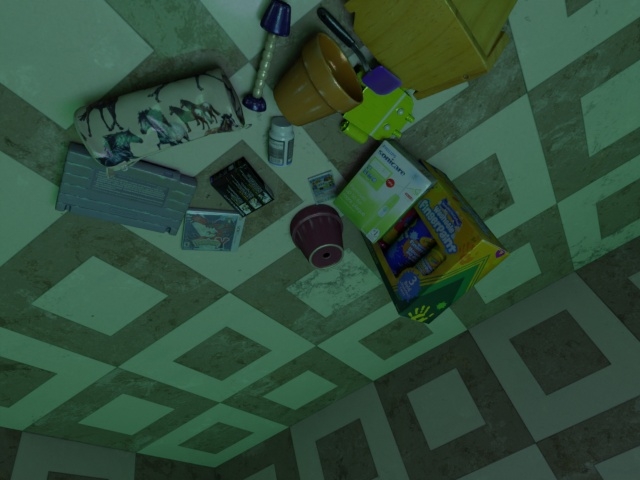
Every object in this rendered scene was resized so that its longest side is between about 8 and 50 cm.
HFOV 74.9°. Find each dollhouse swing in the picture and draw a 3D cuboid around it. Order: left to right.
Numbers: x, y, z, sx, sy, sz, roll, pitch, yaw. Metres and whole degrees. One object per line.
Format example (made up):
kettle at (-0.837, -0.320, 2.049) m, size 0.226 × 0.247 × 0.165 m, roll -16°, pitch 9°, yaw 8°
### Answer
dollhouse swing at (0.308, -0.634, 1.084) m, size 0.347 × 0.304 × 0.315 m, roll 36°, pitch 153°, yaw -33°

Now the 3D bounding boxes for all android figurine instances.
android figurine at (0.176, -0.410, 1.284) m, size 0.273 × 0.056 × 0.248 m, roll 26°, pitch 120°, yaw -34°

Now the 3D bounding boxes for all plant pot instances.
plant pot at (-0.017, -0.411, 1.129) m, size 0.188 × 0.205 × 0.205 m, roll -26°, pitch 138°, yaw 29°
plant pot at (0.000, 0.000, 1.528) m, size 0.201 × 0.180 × 0.201 m, roll -10°, pitch 136°, yaw -10°

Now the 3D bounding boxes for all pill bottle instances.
pill bottle at (-0.120, -0.298, 1.269) m, size 0.078 × 0.078 × 0.137 m, roll -4°, pitch 134°, yaw -16°

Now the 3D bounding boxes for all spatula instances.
spatula at (0.099, -0.506, 1.131) m, size 0.296 × 0.030 × 0.084 m, roll 41°, pitch 143°, yaw -22°

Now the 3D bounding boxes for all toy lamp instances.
toy lamp at (-0.139, -0.475, 1.091) m, size 0.080 × 0.080 × 0.274 m, roll 4°, pitch 131°, yaw -23°

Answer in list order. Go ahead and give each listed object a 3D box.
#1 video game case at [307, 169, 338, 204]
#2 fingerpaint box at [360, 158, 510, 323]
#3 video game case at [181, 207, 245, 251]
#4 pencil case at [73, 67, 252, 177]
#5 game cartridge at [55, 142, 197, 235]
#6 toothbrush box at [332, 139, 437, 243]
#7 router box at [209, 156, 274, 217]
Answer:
video game case at (0.011, -0.185, 1.473) m, size 0.087 × 0.011 × 0.122 m, roll -19°, pitch 136°, yaw 0°
fingerpaint box at (0.362, -0.004, 1.463) m, size 0.163 × 0.444 × 0.371 m, roll 21°, pitch 124°, yaw -33°
video game case at (-0.378, -0.033, 1.474) m, size 0.201 × 0.023 × 0.183 m, roll 3°, pitch 131°, yaw -22°
pencil case at (-0.400, -0.312, 1.094) m, size 0.411 × 0.160 × 0.183 m, roll -18°, pitch 117°, yaw -3°
game cartridge at (-0.582, -0.147, 1.269) m, size 0.355 × 0.068 × 0.230 m, roll 15°, pitch 122°, yaw -30°
toothbrush box at (0.215, -0.164, 1.412) m, size 0.283 × 0.206 × 0.122 m, roll -48°, pitch 169°, yaw 25°
router box at (-0.253, -0.170, 1.369) m, size 0.133 × 0.046 × 0.179 m, roll -28°, pitch 135°, yaw 9°
